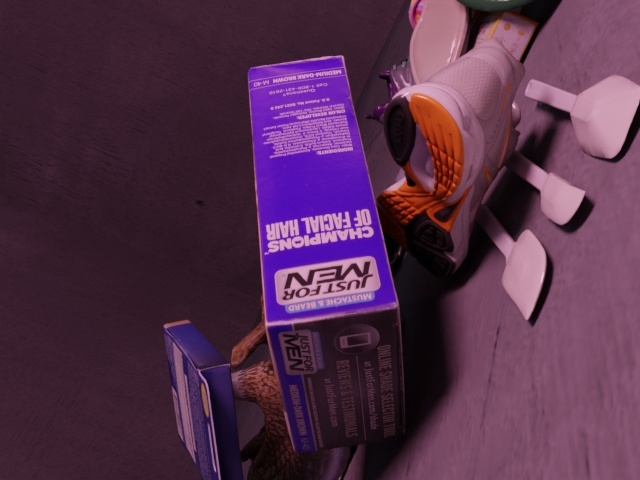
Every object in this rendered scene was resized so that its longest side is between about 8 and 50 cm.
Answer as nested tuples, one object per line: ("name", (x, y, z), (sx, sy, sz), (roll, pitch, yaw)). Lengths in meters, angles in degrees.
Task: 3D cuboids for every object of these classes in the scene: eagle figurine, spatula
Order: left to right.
("eagle figurine", (-0.035, 0.196, 0.955), (0.226, 0.225, 0.298), (-23, -61, -35))
("spatula", (0.169, -0.052, 0.637), (0.242, 0.019, 0.168), (-83, 11, -75))

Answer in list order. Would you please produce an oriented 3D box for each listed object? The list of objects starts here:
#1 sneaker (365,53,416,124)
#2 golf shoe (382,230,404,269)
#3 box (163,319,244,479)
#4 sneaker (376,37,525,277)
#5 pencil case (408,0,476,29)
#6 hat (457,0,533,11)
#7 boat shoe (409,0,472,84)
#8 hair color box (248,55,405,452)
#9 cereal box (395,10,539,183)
("sneaker", (0.150, -0.272, 1.281), (0.083, 0.098, 0.223), (-177, 110, -84))
("golf shoe", (0.067, 0.025, 1.070), (0.086, 0.069, 0.176), (-98, 29, -68))
("box", (-0.117, 0.173, 0.843), (0.225, 0.037, 0.136), (-157, 60, -69))
("sneaker", (0.122, -0.062, 0.712), (0.121, 0.099, 0.262), (-41, -19, -19))
("pencil case", (0.193, -0.367, 1.119), (0.124, 0.124, 0.284), (118, 173, -46))
("hat", (0.242, -0.319, 0.900), (0.184, 0.173, 0.208), (13, -92, -55))
("boat shoe", (0.150, -0.247, 0.931), (0.075, 0.065, 0.206), (-14, 61, 42))
("hair color box", (0.000, 0.000, 0.776), (0.338, 0.110, 0.185), (-100, 2, -45))
("cereal box", (0.159, -0.148, 0.950), (0.173, 0.047, 0.240), (-86, 19, -72))
